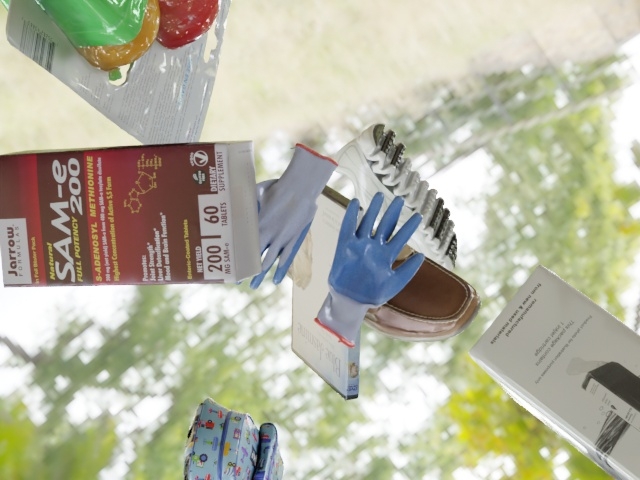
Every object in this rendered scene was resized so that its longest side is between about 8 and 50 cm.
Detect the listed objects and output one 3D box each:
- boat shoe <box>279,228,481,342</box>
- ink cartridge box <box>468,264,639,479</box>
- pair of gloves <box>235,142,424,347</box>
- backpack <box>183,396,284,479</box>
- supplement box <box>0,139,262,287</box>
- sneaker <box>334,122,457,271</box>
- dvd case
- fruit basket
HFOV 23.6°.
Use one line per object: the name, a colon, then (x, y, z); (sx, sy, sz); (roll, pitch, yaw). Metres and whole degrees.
boat shoe: (0.061, 0.042, 2.050); (0.324, 0.116, 0.123); (18, -110, 31)
ink cartridge box: (0.295, 0.165, 1.427); (0.114, 0.273, 0.197); (-51, 152, -2)
pair of gloves: (0.000, 0.000, 1.493); (0.159, 0.198, 0.023); (-60, -173, -12)
backpack: (-0.120, 0.298, 2.040); (0.116, 0.173, 0.158); (4, -132, 10)
supplement box: (-0.181, -0.024, 1.427); (0.239, 0.130, 0.073); (-2, -174, 18)
sneaker: (0.134, -0.062, 2.625); (0.118, 0.292, 0.110); (-27, -164, 30)
dvd case: (0.006, 0.055, 1.950); (0.022, 0.253, 0.180); (-7, -160, -23)
fruit basket: (-0.209, -0.283, 1.671); (0.165, 0.353, 0.327); (4, -108, 25)
